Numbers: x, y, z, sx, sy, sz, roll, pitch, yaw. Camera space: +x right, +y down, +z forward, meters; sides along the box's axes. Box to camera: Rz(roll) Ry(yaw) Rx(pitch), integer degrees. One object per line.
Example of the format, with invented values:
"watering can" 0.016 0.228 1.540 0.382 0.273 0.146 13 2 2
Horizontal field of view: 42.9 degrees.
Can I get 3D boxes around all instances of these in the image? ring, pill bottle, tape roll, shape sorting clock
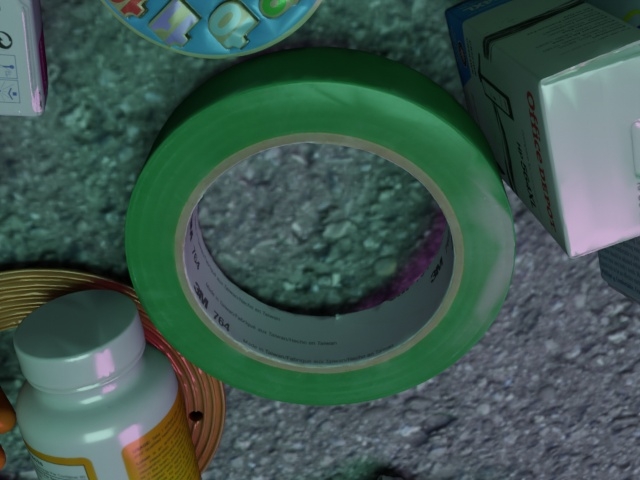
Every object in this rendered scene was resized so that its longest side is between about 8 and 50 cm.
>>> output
"ring" -0.262 0.167 0.802 0.336 0.032 0.337 -4 118 -8
"pill bottle" -0.186 0.172 0.721 0.136 0.136 0.246 -10 119 -5
"tape roll" 0.000 0.000 0.696 0.321 0.077 0.321 1 123 2
"shape sorting clock" -0.084 -0.231 0.582 0.206 0.040 0.206 4 123 7

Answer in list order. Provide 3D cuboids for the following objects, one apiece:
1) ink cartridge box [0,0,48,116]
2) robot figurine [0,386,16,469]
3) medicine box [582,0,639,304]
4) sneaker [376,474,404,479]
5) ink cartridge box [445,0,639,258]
"ink cartridge box" -0.333 -0.172 0.487 0.311 0.065 0.186 -1 130 -13
"robot figurine" -0.369 0.155 0.664 0.219 0.128 0.158 5 148 -41
"medicine box" 0.366 -0.108 0.659 0.263 0.149 0.289 -12 102 -4
"sneaker" 0.122 0.342 0.900 0.305 0.114 0.152 1 100 2
"ink cartridge box" 0.180 -0.104 0.635 0.086 0.203 0.148 -20 120 1
